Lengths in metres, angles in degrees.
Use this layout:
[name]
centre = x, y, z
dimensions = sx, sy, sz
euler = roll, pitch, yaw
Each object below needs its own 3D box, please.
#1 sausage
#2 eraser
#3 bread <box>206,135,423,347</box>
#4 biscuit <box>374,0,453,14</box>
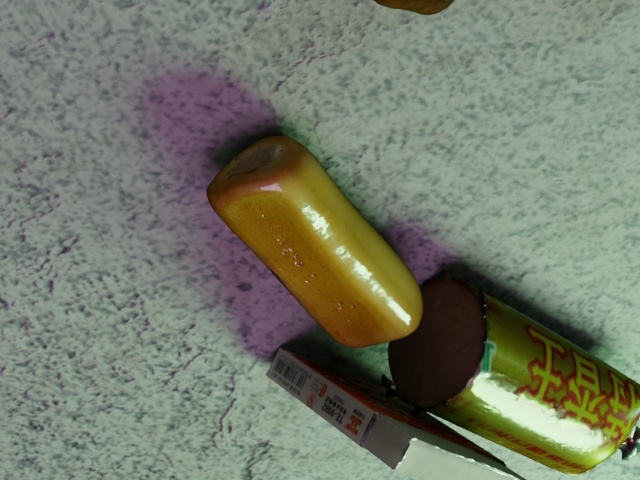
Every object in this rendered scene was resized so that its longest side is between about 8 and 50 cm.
[sausage]
centre = 0.200, 0.147, 1.546
dimensions = 0.317, 0.117, 0.125
euler = 29, 89, -36
[eraser]
centre = 0.069, 0.167, 1.481
dimensions = 0.157, 0.230, 0.038
euler = 26, 92, -34
[bread]
centre = 0.000, 0.000, 1.376
dimensions = 0.092, 0.074, 0.239
euler = -13, 140, 26
[biscuit]
centre = -0.005, -0.335, 0.931
dimensions = 0.342, 0.166, 0.395
euler = 9, 136, -24
